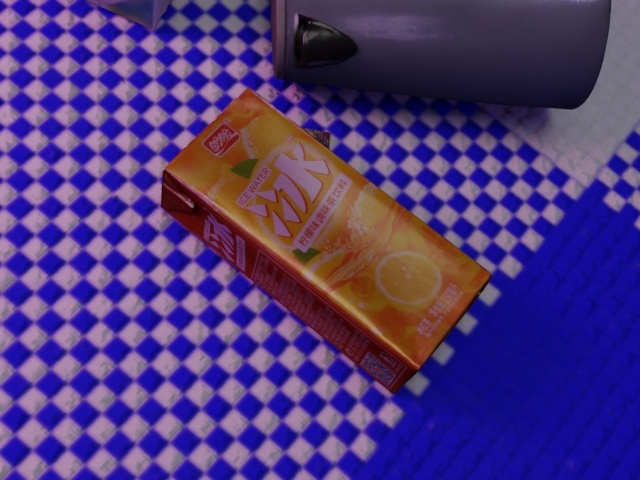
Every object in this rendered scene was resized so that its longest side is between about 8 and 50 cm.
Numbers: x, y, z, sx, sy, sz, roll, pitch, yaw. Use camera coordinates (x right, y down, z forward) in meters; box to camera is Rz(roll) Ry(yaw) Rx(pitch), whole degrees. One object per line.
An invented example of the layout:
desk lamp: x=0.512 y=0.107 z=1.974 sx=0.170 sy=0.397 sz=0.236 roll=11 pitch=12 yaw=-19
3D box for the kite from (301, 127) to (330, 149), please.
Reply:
kite: x=-0.025 y=-0.080 z=0.807 sx=0.078 sy=0.002 sz=0.044 roll=28 pitch=63 yaw=1

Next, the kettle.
kettle: x=0.079 y=-0.201 z=0.817 sx=0.243 sy=0.160 sz=0.211 roll=0 pitch=46 yaw=-5

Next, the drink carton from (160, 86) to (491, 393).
drink carton: x=0.000 y=0.000 z=0.736 sx=0.223 sy=0.071 sz=0.096 roll=39 pitch=65 yaw=8

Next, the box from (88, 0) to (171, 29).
box: x=-0.182 y=-0.302 z=0.728 sx=0.203 sy=0.274 sz=0.116 roll=25 pitch=64 yaw=1
